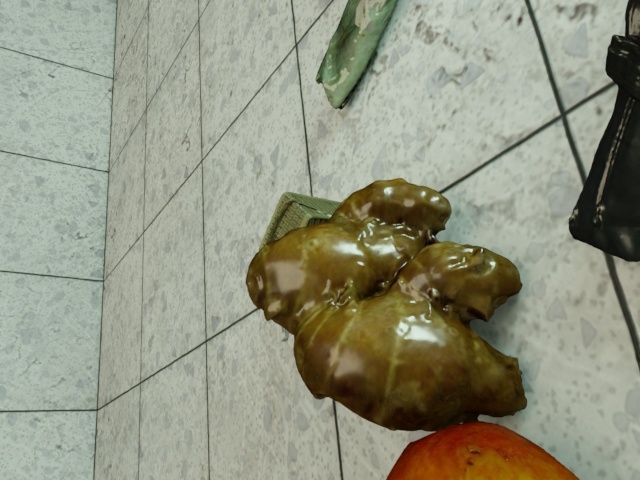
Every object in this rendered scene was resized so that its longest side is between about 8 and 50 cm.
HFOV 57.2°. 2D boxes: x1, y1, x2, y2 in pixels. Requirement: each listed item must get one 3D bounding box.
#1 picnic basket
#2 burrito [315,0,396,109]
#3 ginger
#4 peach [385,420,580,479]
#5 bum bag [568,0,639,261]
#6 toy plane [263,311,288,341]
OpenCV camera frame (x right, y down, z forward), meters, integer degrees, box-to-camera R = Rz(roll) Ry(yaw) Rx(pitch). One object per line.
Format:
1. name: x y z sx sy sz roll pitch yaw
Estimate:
1. picnic basket: 0.000 0.000 0.890 0.079 0.164 0.115 43 117 43
2. burrito: 0.073 -0.361 0.958 0.096 0.066 0.309 57 131 44
3. ginger: 0.083 0.081 0.708 0.274 0.152 0.357 -35 56 -5
4. peach: 0.150 0.294 0.506 0.281 0.238 0.281 -5 -90 -82
5. bum bag: 0.305 -0.104 0.524 0.123 0.059 0.249 25 109 52
6. toy plane: -0.067 0.090 1.048 0.171 0.065 0.162 112 149 -50
